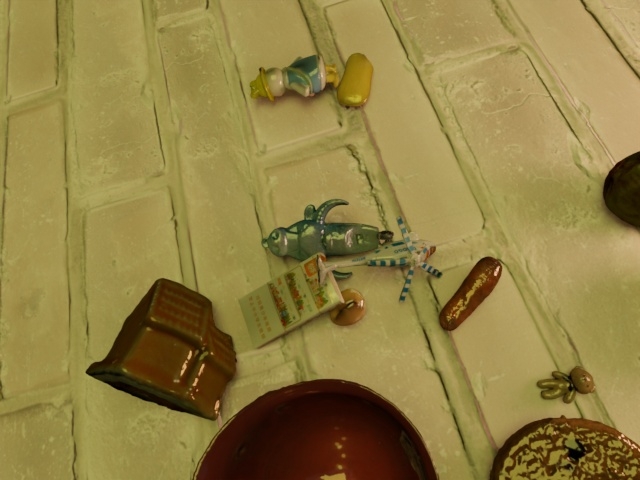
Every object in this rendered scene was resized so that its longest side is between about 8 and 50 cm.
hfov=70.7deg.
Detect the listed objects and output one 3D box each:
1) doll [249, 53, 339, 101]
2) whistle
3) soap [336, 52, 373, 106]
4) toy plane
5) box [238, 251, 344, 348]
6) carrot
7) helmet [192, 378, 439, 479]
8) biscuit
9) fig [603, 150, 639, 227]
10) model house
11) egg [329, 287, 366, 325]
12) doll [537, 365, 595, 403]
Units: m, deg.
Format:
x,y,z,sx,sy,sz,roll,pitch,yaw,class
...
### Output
x,y,z,sx,sy,sz,roll,pitch,yaw,class
-0.075,-0.431,1.203,0.241,0.099,0.135,-12,89,5,doll
0.000,0.000,1.010,0.269,0.093,0.180,-4,91,7,whistle
0.097,-0.428,1.209,0.089,0.033,0.168,13,70,12,soap
0.121,0.046,0.950,0.273,0.182,0.107,-24,22,-7,toy plane
-0.068,0.128,0.962,0.220,0.032,0.122,-31,63,16,box
0.311,0.112,0.934,0.060,0.060,0.186,36,79,21,carrot
0.013,0.420,0.753,0.385,0.230,0.337,-12,64,13,helmet
0.436,0.443,0.762,0.296,0.075,0.296,-4,71,10,biscuit
0.674,-0.100,0.937,0.144,0.154,0.166,-28,96,-20,fig
-0.302,0.219,0.943,0.268,0.173,0.239,29,57,-13,model house
0.057,0.143,0.952,0.083,0.071,0.071,-37,66,3,egg
0.467,0.276,0.857,0.093,0.051,0.061,-28,63,28,doll
